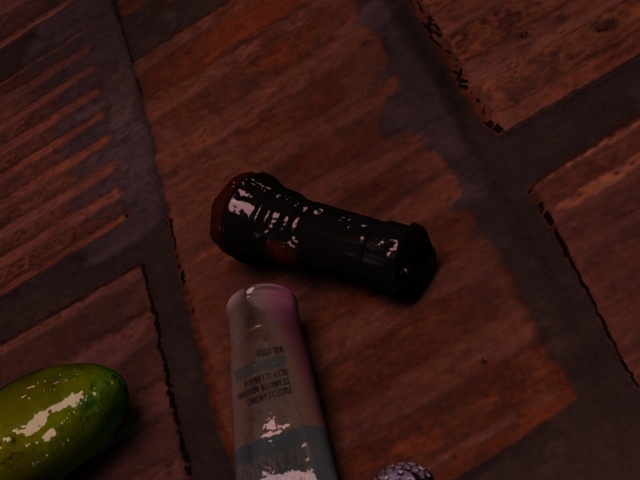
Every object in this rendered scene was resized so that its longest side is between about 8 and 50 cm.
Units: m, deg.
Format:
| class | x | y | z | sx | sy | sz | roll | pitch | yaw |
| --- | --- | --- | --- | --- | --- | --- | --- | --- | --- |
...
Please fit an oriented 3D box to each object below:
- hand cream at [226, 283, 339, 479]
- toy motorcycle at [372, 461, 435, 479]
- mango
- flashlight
| class | x | y | z | sx | sy | sz | roll | pitch | yaw |
| --- | --- | --- | --- | --- | --- | --- | --- | --- | --- |
| hand cream | -0.037 | 0.178 | 1.254 | 0.111 | 0.070 | 0.312 | -19 | 48 | 8 |
| toy motorcycle | 0.071 | 0.261 | 1.101 | 0.114 | 0.076 | 0.205 | 2 | 55 | 23 |
| mango | -0.259 | 0.180 | 1.380 | 0.178 | 0.100 | 0.119 | -30 | 34 | 2 |
| flashlight | 0.000 | 0.000 | 1.375 | 0.232 | 0.093 | 0.093 | 19 | 65 | 40 |
